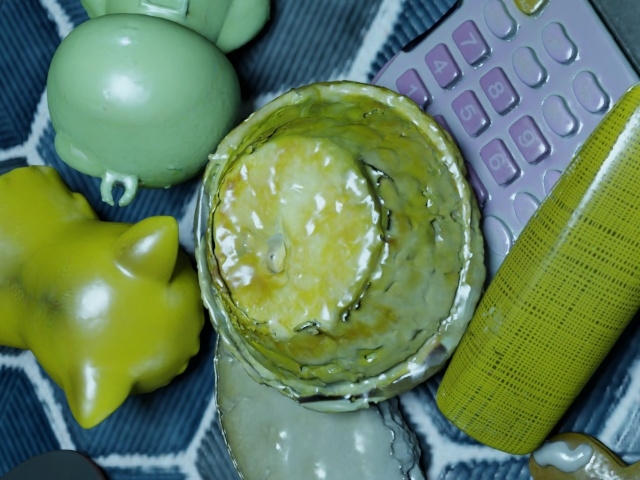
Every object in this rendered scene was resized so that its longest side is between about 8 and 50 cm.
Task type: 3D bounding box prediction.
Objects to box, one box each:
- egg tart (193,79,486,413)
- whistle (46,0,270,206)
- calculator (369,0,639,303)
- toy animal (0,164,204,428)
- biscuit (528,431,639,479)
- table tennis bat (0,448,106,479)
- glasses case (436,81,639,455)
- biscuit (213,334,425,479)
[{"bbox_3d":[-0.002,0.000,0.767,0.212,0.090,0.213,-3,83,30],"label":"egg tart"},{"bbox_3d":[-0.109,-0.153,0.880,0.141,0.141,0.294,-9,52,30],"label":"whistle"},{"bbox_3d":[0.147,-0.089,0.757,0.294,0.043,0.194,-38,68,26],"label":"calculator"},{"bbox_3d":[-0.189,0.027,0.886,0.230,0.156,0.156,22,96,34],"label":"toy animal"},{"bbox_3d":[0.175,0.217,0.710,0.138,0.031,0.205,3,88,31],"label":"biscuit"},{"bbox_3d":[-0.252,0.261,0.951,0.274,0.021,0.154,-33,54,26],"label":"table tennis bat"},{"bbox_3d":[0.144,0.019,0.697,0.079,0.064,0.234,31,111,4],"label":"glasses case"},{"bbox_3d":[-0.012,0.101,0.828,0.141,0.038,0.290,-23,74,27],"label":"biscuit"}]
